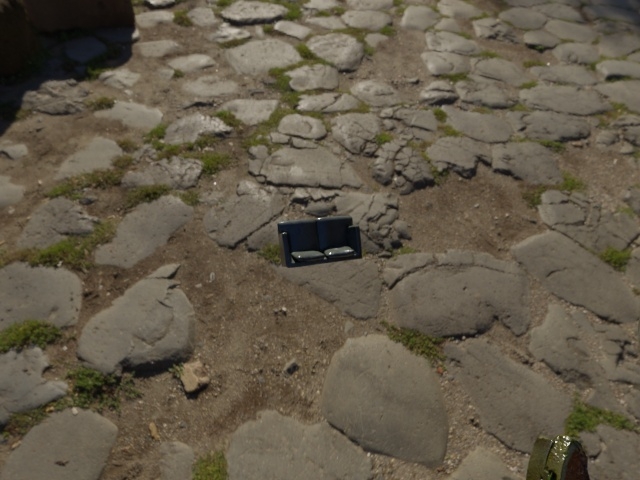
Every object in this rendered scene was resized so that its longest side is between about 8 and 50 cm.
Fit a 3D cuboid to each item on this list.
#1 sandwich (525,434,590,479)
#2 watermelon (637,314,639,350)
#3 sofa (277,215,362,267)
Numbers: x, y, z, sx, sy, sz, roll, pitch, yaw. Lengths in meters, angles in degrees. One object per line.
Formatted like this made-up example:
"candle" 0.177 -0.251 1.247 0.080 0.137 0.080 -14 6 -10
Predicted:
"sandwich" 0.681 0.696 1.178 0.212 0.109 0.292 3 84 -31
"watermelon" 0.465 0.100 0.404 0.269 0.269 0.269 2 50 -2
"sofa" 0.000 0.000 0.745 0.147 0.060 0.085 -5 89 -20
